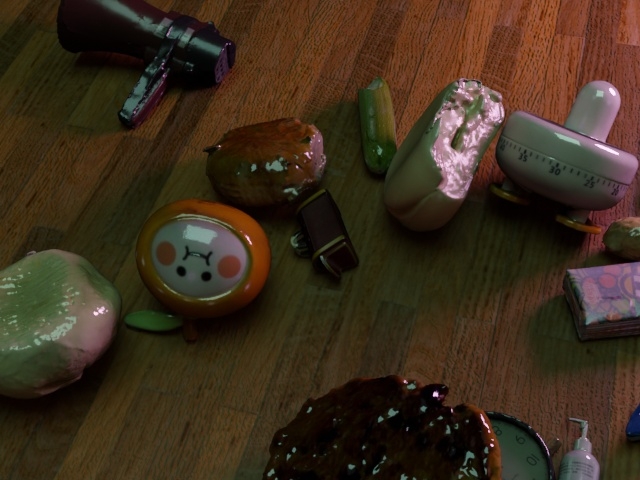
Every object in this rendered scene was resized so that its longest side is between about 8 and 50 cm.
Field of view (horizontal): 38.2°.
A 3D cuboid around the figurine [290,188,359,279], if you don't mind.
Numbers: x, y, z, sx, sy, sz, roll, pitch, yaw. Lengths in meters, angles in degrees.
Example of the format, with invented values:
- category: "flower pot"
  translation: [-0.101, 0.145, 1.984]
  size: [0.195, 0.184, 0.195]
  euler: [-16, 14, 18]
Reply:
- category: "figurine"
  translation: [0.000, 0.001, 1.536]
  size: [0.098, 0.082, 0.154]
  euler: [-20, 52, 4]

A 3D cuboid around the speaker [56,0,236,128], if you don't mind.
- category: "speaker"
  translation: [-0.358, -0.384, 1.800]
  size: [0.329, 0.198, 0.259]
  euler: [28, 44, 13]

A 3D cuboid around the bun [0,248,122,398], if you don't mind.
- category: "bun"
  translation: [-0.412, 0.134, 1.390]
  size: [0.259, 0.160, 0.259]
  euler: [-11, 40, 10]

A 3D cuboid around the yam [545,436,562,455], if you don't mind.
- category: "yam"
  translation: [0.296, 0.318, 1.293]
  size: [0.116, 0.021, 0.021]
  euler: [-38, 59, -23]

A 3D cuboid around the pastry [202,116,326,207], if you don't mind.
- category: "pastry"
  translation: [-0.087, -0.137, 1.611]
  size: [0.218, 0.100, 0.229]
  euler: [-22, 31, -19]

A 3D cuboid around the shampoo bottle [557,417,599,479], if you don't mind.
- category: "shampoo bottle"
  translation: [0.351, 0.332, 1.257]
  size: [0.056, 0.056, 0.195]
  euler: [13, 53, 12]

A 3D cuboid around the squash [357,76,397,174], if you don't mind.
- category: "squash"
  translation: [0.105, -0.217, 1.709]
  size: [0.069, 0.069, 0.239]
  euler: [-2, 51, 1]

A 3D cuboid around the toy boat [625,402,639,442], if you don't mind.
- category: "toy boat"
  translation: [0.524, 0.232, 1.338]
  size: [0.229, 0.046, 0.080]
  euler: [-28, 56, -19]

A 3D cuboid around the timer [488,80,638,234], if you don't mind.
- category: "timer"
  translation: [0.417, -0.157, 1.539]
  size: [0.233, 0.240, 0.233]
  euler: [20, 13, -5]

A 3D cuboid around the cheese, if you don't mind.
- category: "cheese"
  translation: [0.204, -0.144, 1.542]
  size: [0.127, 0.233, 0.266]
  euler: [29, 55, -4]

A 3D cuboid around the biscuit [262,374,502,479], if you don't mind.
- category: "biscuit"
  translation: [0.079, 0.318, 1.235]
  size: [0.334, 0.081, 0.289]
  euler: [-10, 49, 18]

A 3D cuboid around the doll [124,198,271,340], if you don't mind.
- category: "doll"
  translation: [-0.189, 0.054, 1.445]
  size: [0.213, 0.236, 0.213]
  euler: [15, 10, -3]

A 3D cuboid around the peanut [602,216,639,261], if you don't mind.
- category: "peanut"
  translation: [0.559, -0.012, 1.515]
  size: [0.192, 0.089, 0.089]
  euler: [-9, 51, -5]

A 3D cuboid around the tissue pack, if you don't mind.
- category: "tissue pack"
  translation: [0.466, 0.093, 1.445]
  size: [0.148, 0.060, 0.109]
  euler: [-5, 49, -3]

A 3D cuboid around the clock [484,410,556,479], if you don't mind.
- category: "clock"
  translation: [0.228, 0.319, 1.264]
  size: [0.184, 0.040, 0.184]
  euler: [-8, 50, 9]
